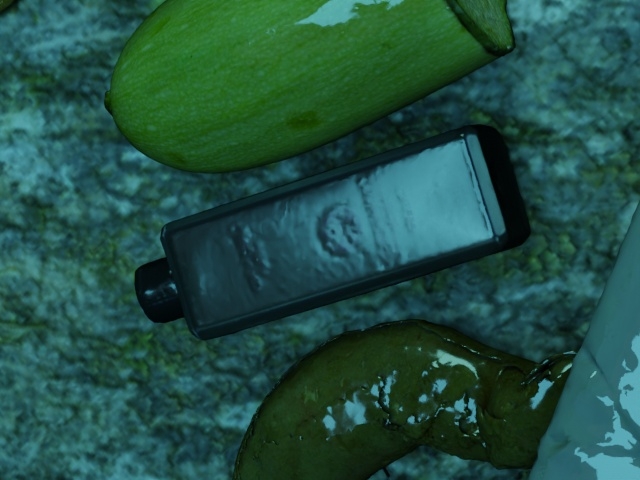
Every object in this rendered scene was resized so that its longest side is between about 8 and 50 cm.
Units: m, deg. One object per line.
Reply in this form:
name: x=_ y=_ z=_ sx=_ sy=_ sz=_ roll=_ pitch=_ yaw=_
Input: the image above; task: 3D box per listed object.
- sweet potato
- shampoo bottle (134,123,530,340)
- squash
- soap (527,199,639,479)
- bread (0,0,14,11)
sweet potato: x=0.037 y=0.114 z=1.170 sx=0.310 sy=0.098 sz=0.124 roll=-30 pitch=65 yaw=32
shampoo bottle: x=0.000 y=0.000 z=1.184 sx=0.246 sy=0.079 sz=0.080 roll=-18 pitch=87 yaw=19
squash: x=-0.019 y=-0.115 z=1.161 sx=0.247 sy=0.132 sz=0.132 roll=-26 pitch=85 yaw=21
soap: x=0.294 y=0.153 z=1.026 sx=0.350 sy=0.213 sz=0.435 roll=21 pitch=100 yaw=19
bread: x=-0.237 y=-0.201 z=1.280 sx=0.110 sy=0.024 sz=0.110 roll=2 pitch=95 yaw=18
